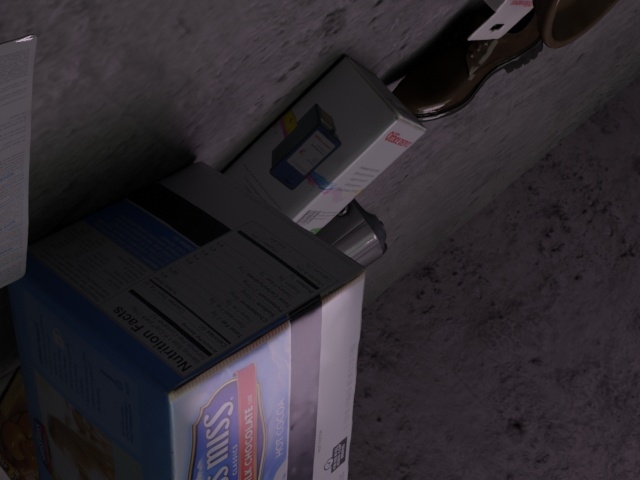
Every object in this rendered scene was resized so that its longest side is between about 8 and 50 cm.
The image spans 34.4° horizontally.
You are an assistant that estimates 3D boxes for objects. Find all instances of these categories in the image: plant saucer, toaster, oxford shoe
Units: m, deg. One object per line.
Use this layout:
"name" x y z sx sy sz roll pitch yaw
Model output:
"plant saucer" 0.297 -0.311 1.002 0.278 0.041 0.278 -43 163 -17
"toaster" 0.000 0.000 1.380 0.146 0.129 0.227 -36 171 -2
"oxford shoe" 0.169 -0.223 1.223 0.227 0.083 0.096 -38 151 -16

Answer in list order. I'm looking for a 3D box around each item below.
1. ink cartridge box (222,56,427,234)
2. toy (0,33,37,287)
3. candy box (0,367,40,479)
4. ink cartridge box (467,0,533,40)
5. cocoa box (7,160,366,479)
"ink cartridge box" -0.001 -0.085 1.118 0.212 0.093 0.154 -41 170 13
"toy" -0.244 -0.030 0.618 0.137 0.056 0.237 -29 160 -33
"candy box" -0.250 0.294 1.199 0.087 0.316 0.183 -29 164 -45
"ink cartridge box" 0.214 -0.298 1.057 0.198 0.067 0.115 -48 167 27
"cocoa box" -0.124 0.151 0.973 0.228 0.231 0.347 -31 139 -37
